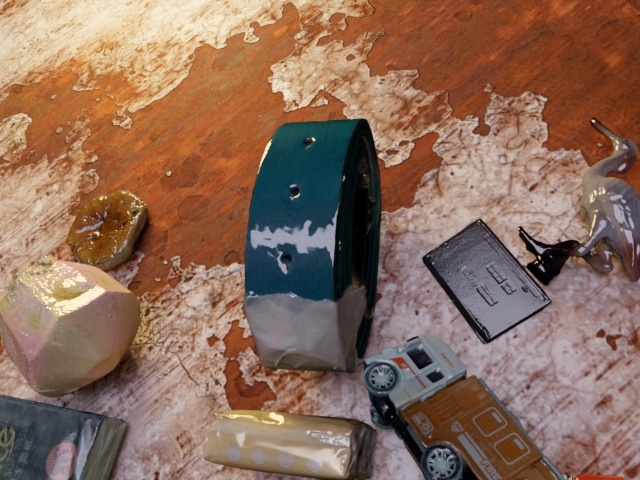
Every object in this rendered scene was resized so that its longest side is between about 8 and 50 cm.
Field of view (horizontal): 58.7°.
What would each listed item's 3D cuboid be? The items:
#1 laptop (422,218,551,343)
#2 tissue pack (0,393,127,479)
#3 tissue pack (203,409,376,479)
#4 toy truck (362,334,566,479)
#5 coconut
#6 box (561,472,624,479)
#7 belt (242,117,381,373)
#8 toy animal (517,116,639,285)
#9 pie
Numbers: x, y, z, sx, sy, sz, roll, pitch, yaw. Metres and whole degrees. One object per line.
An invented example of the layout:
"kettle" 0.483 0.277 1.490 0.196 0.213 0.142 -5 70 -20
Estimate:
"laptop" 0.279 0.065 0.980 0.135 0.016 0.197 -33 58 0
"tissue pack" -0.524 0.403 1.004 0.316 0.103 0.227 4 63 18
"tissue pack" -0.039 0.307 0.856 0.222 0.186 0.090 -1 69 16
"toy truck" 0.191 0.274 0.803 0.162 0.136 0.305 -27 49 -13
"coconut" -0.457 0.158 1.042 0.245 0.233 0.233 28 74 32
"box" 0.296 0.395 0.789 0.245 0.035 0.139 -4 61 17
"belt" -0.001 -0.001 0.936 0.173 0.300 0.436 -4 62 16
"toy animal" 0.471 -0.060 0.941 0.195 0.090 0.324 29 77 28
"pie" -0.469 -0.024 1.245 0.195 0.046 0.195 -8 61 15
